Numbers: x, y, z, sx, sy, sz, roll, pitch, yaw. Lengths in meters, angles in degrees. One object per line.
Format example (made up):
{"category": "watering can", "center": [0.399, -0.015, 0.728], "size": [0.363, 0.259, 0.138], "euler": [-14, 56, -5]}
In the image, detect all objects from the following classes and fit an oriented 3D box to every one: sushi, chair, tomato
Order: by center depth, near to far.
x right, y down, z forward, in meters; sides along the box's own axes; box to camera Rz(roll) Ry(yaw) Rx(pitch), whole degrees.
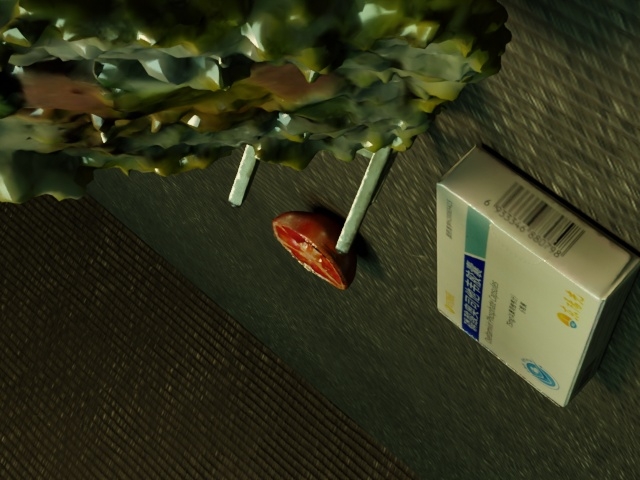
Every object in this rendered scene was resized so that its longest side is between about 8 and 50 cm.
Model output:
{"category": "sushi", "center": [-0.084, -0.170, 0.687], "size": [0.351, 0.396, 0.240], "euler": [112, 154, -79]}
{"category": "chair", "center": [0.025, -0.144, 1.011], "size": [0.136, 0.147, 0.270], "euler": [23, 121, 4]}
{"category": "tomato", "center": [0.000, 0.000, 1.603], "size": [0.155, 0.069, 0.155], "euler": [38, 166, 11]}

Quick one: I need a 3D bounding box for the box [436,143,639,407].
{"category": "box", "center": [0.220, 0.052, 1.148], "size": [0.200, 0.065, 0.343], "euler": [38, 164, 21]}
